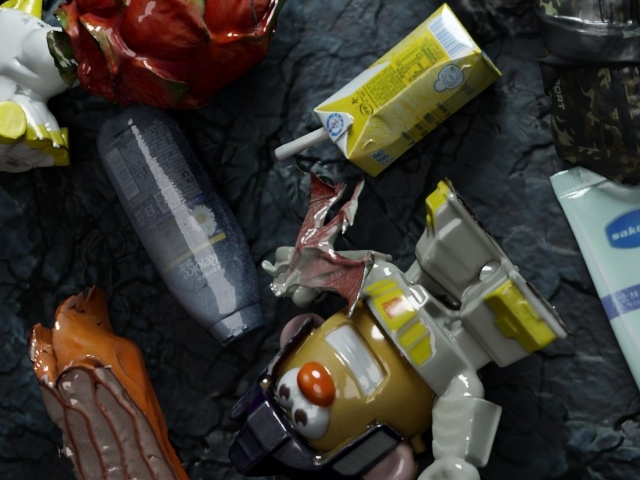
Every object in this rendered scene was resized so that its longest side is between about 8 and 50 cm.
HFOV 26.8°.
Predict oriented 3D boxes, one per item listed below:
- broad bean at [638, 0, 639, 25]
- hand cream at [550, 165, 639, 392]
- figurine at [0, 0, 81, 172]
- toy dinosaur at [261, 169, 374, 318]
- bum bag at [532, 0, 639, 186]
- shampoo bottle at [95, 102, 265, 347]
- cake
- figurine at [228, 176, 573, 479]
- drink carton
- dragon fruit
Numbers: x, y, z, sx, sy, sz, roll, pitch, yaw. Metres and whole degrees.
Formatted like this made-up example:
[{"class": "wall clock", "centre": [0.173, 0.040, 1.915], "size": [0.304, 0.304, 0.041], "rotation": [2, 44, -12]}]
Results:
[{"class": "broad bean", "centre": [0.307, -0.245, 1.092], "size": [0.124, 0.082, 0.174], "rotation": [-10, 95, 18]}, {"class": "hand cream", "centre": [0.293, 0.075, 1.102], "size": [0.109, 0.067, 0.321], "rotation": [-21, 75, 15]}, {"class": "figurine", "centre": [-0.277, -0.151, 1.249], "size": [0.129, 0.109, 0.178], "rotation": [9, 87, 38]}, {"class": "toy dinosaur", "centre": [0.001, 0.001, 1.120], "size": [0.108, 0.032, 0.220], "rotation": [-41, 34, 16]}, {"class": "bum bag", "centre": [0.221, -0.160, 1.089], "size": [0.102, 0.069, 0.248], "rotation": [-9, 102, 19]}, {"class": "shampoo bottle", "centre": [-0.122, -0.015, 1.215], "size": [0.087, 0.049, 0.234], "rotation": [-31, 80, 11]}, {"class": "cake", "centre": [-0.183, 0.187, 1.200], "size": [0.098, 0.135, 0.287], "rotation": [-22, 91, 0]}, {"class": "figurine", "centre": [0.057, 0.105, 1.109], "size": [0.308, 0.143, 0.308], "rotation": [-31, 38, 27]}, {"class": "drink carton", "centre": [0.053, -0.111, 1.153], "size": [0.200, 0.084, 0.074], "rotation": [-39, 68, 12]}, {"class": "dragon fruit", "centre": [-0.118, -0.224, 1.153], "size": [0.193, 0.192, 0.274], "rotation": [44, 91, -9]}]
